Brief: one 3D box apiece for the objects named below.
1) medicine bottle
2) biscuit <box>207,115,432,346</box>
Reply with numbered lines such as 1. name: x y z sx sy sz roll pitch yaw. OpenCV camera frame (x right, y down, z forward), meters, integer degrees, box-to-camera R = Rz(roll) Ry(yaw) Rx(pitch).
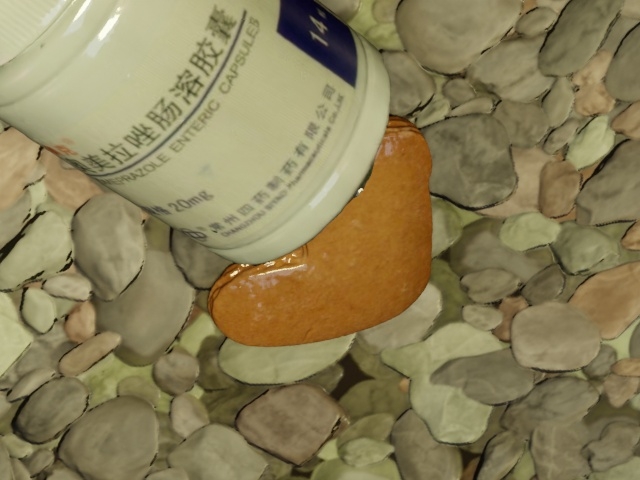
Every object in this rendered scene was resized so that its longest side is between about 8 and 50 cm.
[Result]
1. medicine bottle: -0.129 -0.138 1.289 0.332 0.190 0.190 33 108 -34
2. biscuit: 0.000 0.000 1.530 0.186 0.036 0.192 -10 125 -11
